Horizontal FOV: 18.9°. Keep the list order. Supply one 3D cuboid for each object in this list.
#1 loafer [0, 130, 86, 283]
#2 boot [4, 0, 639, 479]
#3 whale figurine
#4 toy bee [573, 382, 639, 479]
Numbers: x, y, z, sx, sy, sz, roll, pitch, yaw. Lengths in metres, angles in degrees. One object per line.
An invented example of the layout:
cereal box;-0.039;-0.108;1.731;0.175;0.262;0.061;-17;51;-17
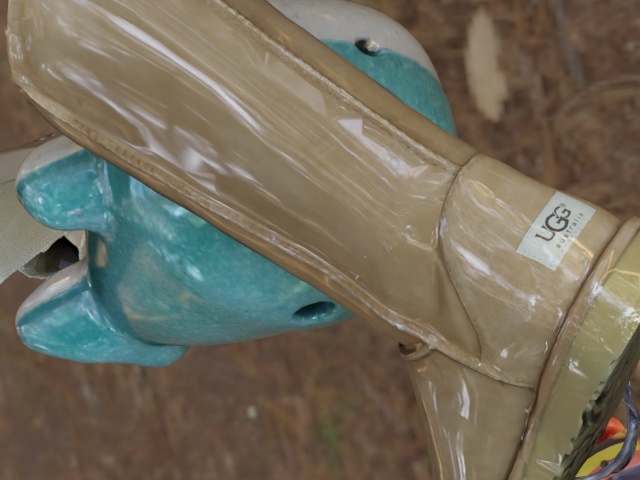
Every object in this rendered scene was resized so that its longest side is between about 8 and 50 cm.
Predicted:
loafer;-0.168;-0.024;1.245;0.102;0.268;0.092;-12;98;49
boot;0.000;0.000;0.779;0.269;0.089;0.236;32;143;14
whale figurine;-0.046;0.003;0.932;0.272;0.216;0.141;-45;50;39
toy bee;0.219;0.183;1.228;0.162;0.195;0.298;-113;14;-67
